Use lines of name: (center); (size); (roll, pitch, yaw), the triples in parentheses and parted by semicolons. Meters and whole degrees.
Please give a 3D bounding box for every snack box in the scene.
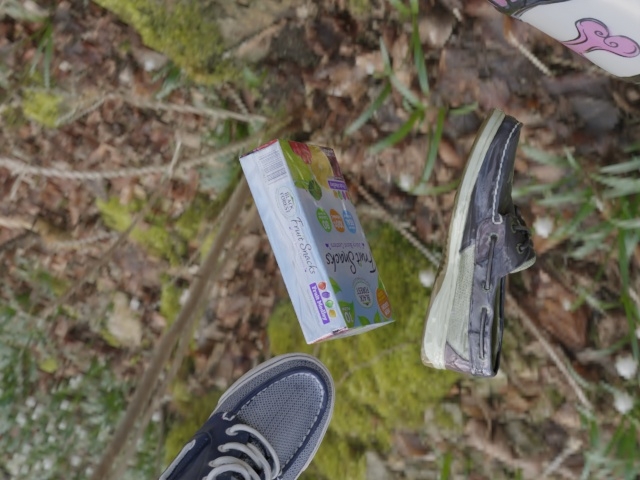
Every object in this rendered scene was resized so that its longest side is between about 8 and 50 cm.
snack box: (0.000, 0.000, 0.852); (0.037, 0.100, 0.141); (-23, 81, 23)

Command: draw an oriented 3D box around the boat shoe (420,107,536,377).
boat shoe: (0.139, 0.007, 0.961); (0.073, 0.080, 0.224); (17, 107, 15)

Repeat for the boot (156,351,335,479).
boot: (-0.047, 0.136, 0.662); (0.069, 0.190, 0.086); (45, 157, -8)

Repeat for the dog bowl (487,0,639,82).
dog bowl: (0.206, -0.322, 0.790); (0.150, 0.408, 0.408); (14, 127, -7)
